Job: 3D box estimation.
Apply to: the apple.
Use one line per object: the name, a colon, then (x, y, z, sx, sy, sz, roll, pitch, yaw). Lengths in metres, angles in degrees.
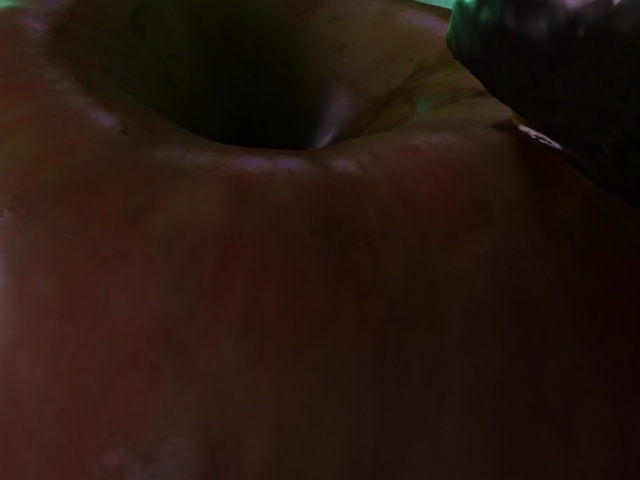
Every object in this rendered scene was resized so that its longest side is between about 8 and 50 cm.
apple: (-0.048, 0.077, 0.722, 0.391, 0.391, 0.347, -88, 9, -66)

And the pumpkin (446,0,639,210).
pumpkin: (0.148, -0.104, 0.624, 0.280, 0.190, 0.139, -85, 19, -66)
